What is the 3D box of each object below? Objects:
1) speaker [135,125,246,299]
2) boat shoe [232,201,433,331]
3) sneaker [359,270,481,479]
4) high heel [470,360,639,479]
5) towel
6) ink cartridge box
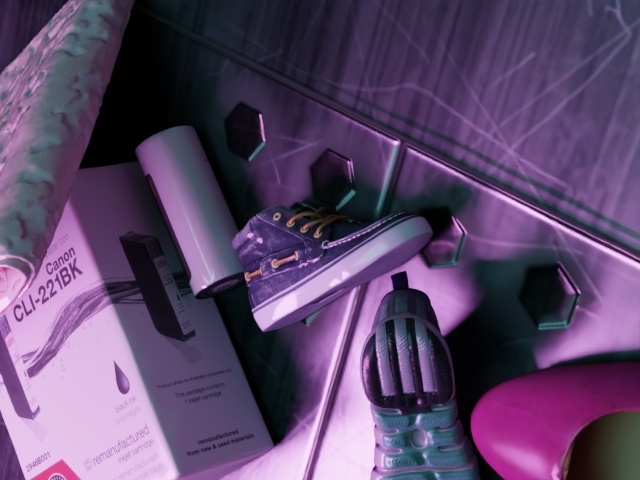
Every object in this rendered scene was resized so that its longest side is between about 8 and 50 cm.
[{"bbox_3d":[-0.102,-0.024,1.129,0.055,0.055,0.136,-33,75,40],"label":"speaker"},{"bbox_3d":[0.000,0.000,1.033,0.183,0.065,0.083,-31,77,41],"label":"boat shoe"},{"bbox_3d":[0.075,0.135,1.000,0.083,0.098,0.223,-1,118,5],"label":"sneaker"},{"bbox_3d":[0.210,0.157,0.792,0.377,0.181,0.127,9,103,41],"label":"high heel"},{"bbox_3d":[-0.283,-0.041,1.159,0.317,0.053,0.331,-34,34,39],"label":"towel"},{"bbox_3d":[-0.185,0.095,1.179,0.197,0.114,0.272,-34,72,39],"label":"ink cartridge box"}]
